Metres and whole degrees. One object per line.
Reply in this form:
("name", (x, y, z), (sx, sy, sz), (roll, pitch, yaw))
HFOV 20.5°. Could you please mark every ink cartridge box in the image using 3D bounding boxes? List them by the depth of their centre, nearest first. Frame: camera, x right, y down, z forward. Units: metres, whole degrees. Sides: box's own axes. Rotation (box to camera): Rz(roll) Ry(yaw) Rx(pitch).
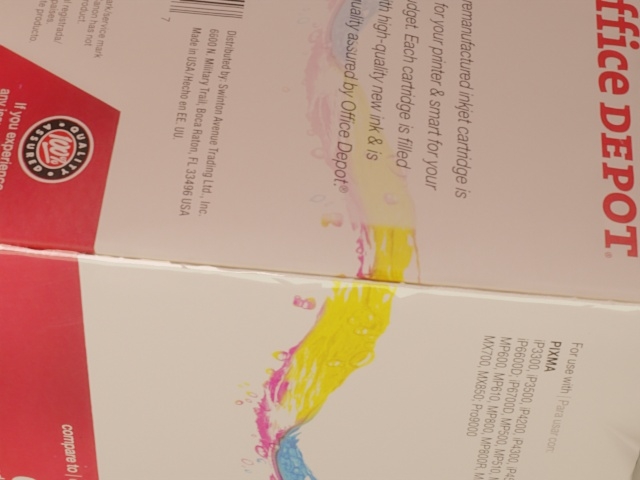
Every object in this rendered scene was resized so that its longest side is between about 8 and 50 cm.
("ink cartridge box", (0.000, 0.000, 0.466), (0.176, 0.128, 0.127), (6, 139, 1))
